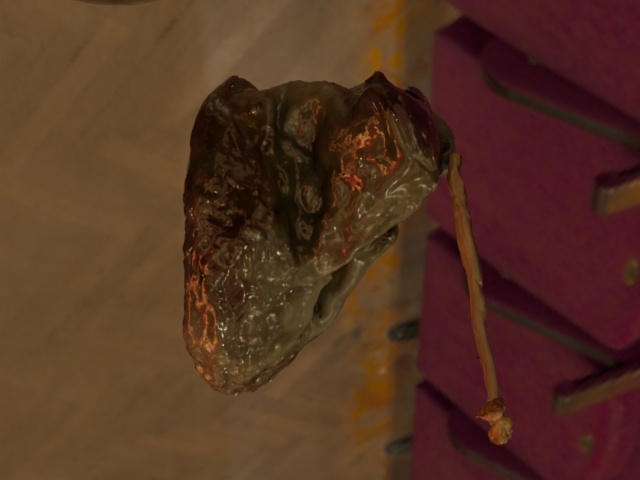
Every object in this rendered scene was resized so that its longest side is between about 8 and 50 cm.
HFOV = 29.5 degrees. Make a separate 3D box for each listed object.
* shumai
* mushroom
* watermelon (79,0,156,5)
[{"bbox_3d":[0.000,0.000,0.986,0.204,0.222,0.271,7,111,8],"label":"shumai"},{"bbox_3d":[0.110,0.032,0.872,0.026,0.286,0.028,15,129,-14],"label":"mushroom"},{"bbox_3d":[-0.128,-0.290,0.752,0.279,0.359,0.278,-4,127,-5],"label":"watermelon"}]
